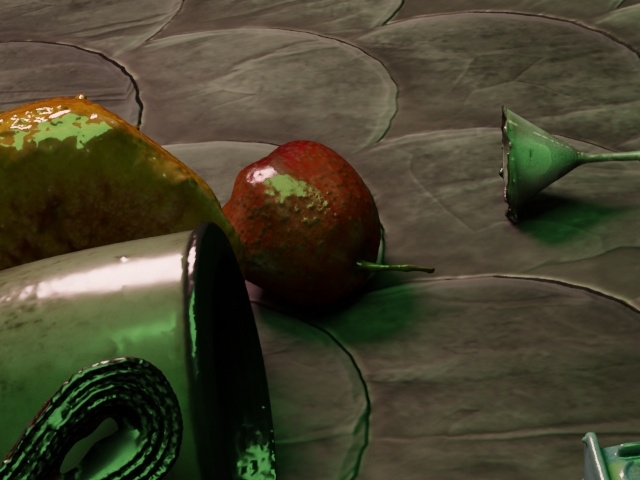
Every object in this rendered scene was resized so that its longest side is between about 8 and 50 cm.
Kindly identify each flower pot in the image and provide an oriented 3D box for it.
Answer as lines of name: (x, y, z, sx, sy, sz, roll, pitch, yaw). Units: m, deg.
flower pot: (-0.215, 0.157, 1.382, 0.330, 0.293, 0.293, -10, 31, 7)

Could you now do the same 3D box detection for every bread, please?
bread: (-0.225, 0.017, 1.599, 0.312, 0.312, 0.172, -8, 22, 0)

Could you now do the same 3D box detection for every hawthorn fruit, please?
hawthorn fruit: (0.000, 0.000, 1.723, 0.162, 0.163, 0.203, -30, 56, -31)

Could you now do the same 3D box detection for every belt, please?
belt: (-0.228, 0.214, 1.126, 0.126, 0.094, 0.359, 40, 69, 6)

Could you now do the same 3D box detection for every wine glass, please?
wine glass: (0.280, -0.088, 1.818, 0.183, 0.122, 0.122, -3, 32, 2)

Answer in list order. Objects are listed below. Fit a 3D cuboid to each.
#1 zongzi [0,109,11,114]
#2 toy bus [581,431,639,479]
zongzi: (-0.333, -0.075, 1.943, 0.205, 0.094, 0.204, -5, 36, 4)
toy bus: (0.289, 0.270, 1.201, 0.190, 0.152, 0.312, -7, 32, 1)
